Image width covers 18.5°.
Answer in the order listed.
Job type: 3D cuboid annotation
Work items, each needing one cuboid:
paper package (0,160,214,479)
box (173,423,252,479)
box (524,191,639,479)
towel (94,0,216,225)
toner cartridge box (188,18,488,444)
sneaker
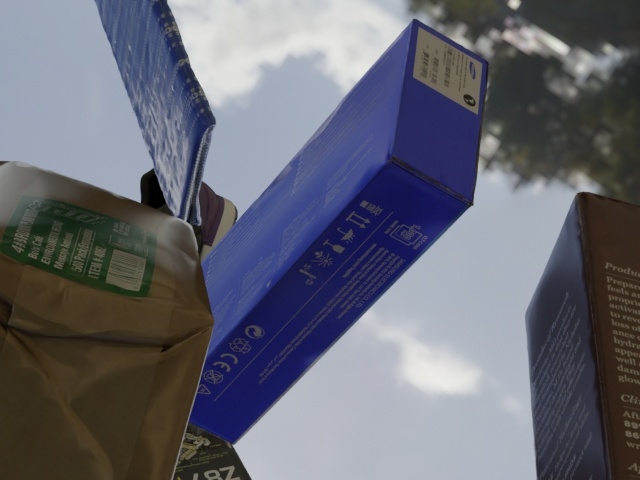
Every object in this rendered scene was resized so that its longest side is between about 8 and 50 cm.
[{"bbox_3d":[-0.190,0.128,1.302,0.168,0.309,0.325,14,-170,-7],"label":"paper package"},{"bbox_3d":[-0.309,0.238,2.169,0.395,0.097,0.318,-10,-143,-24],"label":"box"},{"bbox_3d":[0.254,0.144,1.356,0.191,0.143,0.381,15,-142,-7],"label":"box"},{"bbox_3d":[-0.169,-0.203,1.959,0.243,0.040,0.336,109,143,-64],"label":"towel"},{"bbox_3d":[0.000,0.000,1.535,0.075,0.348,0.165,29,-137,-16],"label":"toner cartridge box"},{"bbox_3d":[-0.188,0.036,2.208,0.124,0.107,0.283,41,-139,-31],"label":"sneaker"}]
